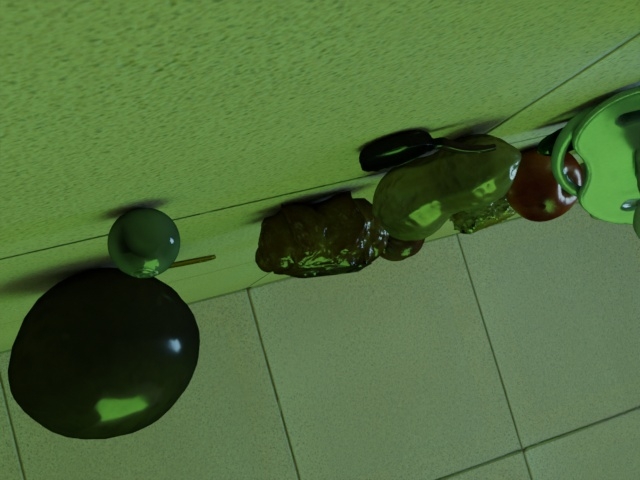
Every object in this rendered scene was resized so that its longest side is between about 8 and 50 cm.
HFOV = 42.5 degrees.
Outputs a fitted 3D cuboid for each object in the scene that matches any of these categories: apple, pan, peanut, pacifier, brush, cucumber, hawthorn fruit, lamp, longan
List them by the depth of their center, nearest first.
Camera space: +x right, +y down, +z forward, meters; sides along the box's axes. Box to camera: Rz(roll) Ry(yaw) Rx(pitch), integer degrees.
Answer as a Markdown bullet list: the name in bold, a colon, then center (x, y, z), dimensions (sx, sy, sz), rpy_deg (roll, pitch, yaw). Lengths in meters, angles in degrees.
- **lamp**: center (-0.254, 0.003, 1.189), dimensions (0.105, 0.105, 0.105), rpy_deg (-16, 174, -2)
- **pan**: center (0.160, -0.140, 1.228), dimensions (0.212, 0.040, 0.115), rpy_deg (-8, 172, -9)
- **peanut**: center (0.205, -0.091, 1.394), dimensions (0.149, 0.149, 0.313), rpy_deg (-10, 172, -45)
- **pacifier**: center (0.549, -0.100, 1.401), dimensions (0.289, 0.269, 0.343), rpy_deg (-10, 136, 17)
- **cucumber**: center (0.521, -0.210, 1.500), dimensions (0.285, 0.056, 0.056), rpy_deg (-19, 175, -12)
- **longan**: center (-0.431, 0.224, 1.663), dimensions (0.405, 0.336, 0.404), rpy_deg (-22, -175, 2)
- **apple**: center (0.466, -0.118, 1.713), dimensions (0.164, 0.163, 0.139), rpy_deg (-12, -176, -35)
- **brush**: center (-0.358, 0.062, 1.920), dimensions (0.272, 0.013, 0.103), rpy_deg (-12, 173, -41)
- **hawthorn fruit**: center (0.193, -0.022, 1.951), dimensions (0.189, 0.149, 0.149), rpy_deg (-4, 168, -44)

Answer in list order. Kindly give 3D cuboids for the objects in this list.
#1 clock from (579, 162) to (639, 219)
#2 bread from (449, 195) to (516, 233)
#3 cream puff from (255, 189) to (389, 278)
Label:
- **clock**: center (0.756, -0.180, 1.847), dimensions (0.342, 0.183, 0.326), rpy_deg (-21, 170, 1)
- **bread**: center (0.386, -0.093, 1.916), dimensions (0.174, 0.121, 0.245), rpy_deg (-24, 171, -6)
- **cream puff**: center (0.000, 0.000, 1.593), dimensions (0.269, 0.154, 0.241), rpy_deg (-14, 174, 0)
